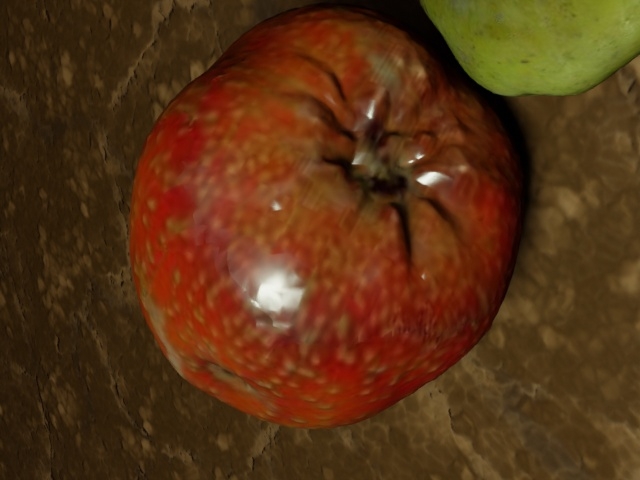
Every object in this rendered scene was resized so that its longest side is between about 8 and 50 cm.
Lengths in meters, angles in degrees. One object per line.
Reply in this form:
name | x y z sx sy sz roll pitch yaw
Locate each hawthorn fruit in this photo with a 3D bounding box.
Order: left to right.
hawthorn fruit | 0.000 0.000 0.772 0.275 0.275 0.299 49 144 28

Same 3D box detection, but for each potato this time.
potato | 0.140 -0.197 0.623 0.228 0.149 0.197 -43 46 54
